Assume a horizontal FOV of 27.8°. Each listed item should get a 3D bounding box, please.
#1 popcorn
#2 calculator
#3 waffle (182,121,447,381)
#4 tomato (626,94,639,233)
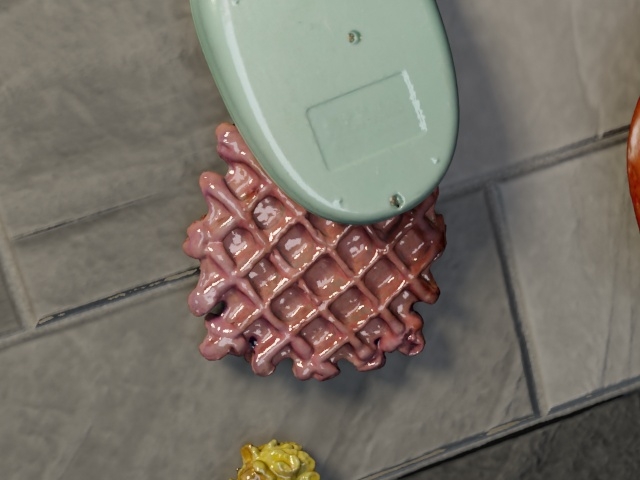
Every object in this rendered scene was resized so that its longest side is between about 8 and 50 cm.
[{"bbox_3d":[-0.041,0.203,1.071,0.082,0.057,0.083,-31,107,-7],"label":"popcorn"},{"bbox_3d":[0.004,-0.155,0.968,0.184,0.042,0.295,-23,96,-16],"label":"calculator"},{"bbox_3d":[0.000,0.000,1.030,0.221,0.055,0.234,2,101,-18],"label":"waffle"},{"bbox_3d":[0.414,-0.058,1.004,0.293,0.290,0.325,-5,103,-21],"label":"tomato"}]
